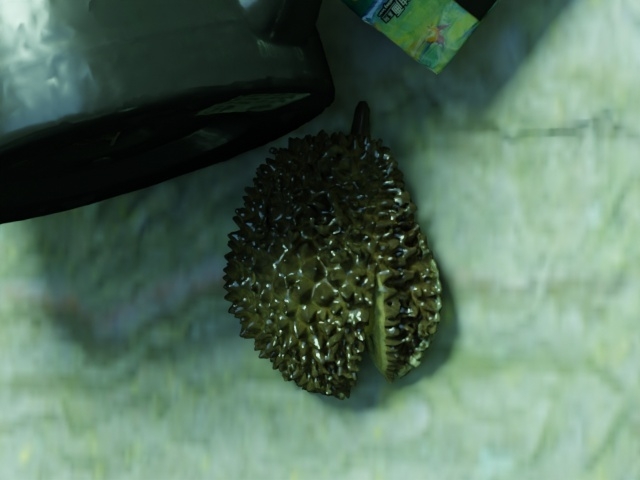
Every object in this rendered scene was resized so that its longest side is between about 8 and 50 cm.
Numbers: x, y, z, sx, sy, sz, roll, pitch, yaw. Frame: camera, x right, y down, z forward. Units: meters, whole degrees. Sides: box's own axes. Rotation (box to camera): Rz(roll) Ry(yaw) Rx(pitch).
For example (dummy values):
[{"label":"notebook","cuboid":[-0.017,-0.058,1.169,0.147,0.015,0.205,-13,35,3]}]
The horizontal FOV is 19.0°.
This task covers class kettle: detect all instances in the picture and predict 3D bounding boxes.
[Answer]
[{"label":"kettle","cuboid":[-0.104,-0.176,0.830,0.268,0.207,0.290,-19,83,30]}]

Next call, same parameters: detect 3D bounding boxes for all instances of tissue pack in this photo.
[{"label":"tissue pack","cuboid":[0.059,-0.137,0.855,0.111,0.079,0.085,-52,37,8]}]

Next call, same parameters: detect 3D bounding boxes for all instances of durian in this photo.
[{"label":"durian","cuboid":[0.002,0.000,0.867,0.110,0.071,0.140,5,83,20]}]
